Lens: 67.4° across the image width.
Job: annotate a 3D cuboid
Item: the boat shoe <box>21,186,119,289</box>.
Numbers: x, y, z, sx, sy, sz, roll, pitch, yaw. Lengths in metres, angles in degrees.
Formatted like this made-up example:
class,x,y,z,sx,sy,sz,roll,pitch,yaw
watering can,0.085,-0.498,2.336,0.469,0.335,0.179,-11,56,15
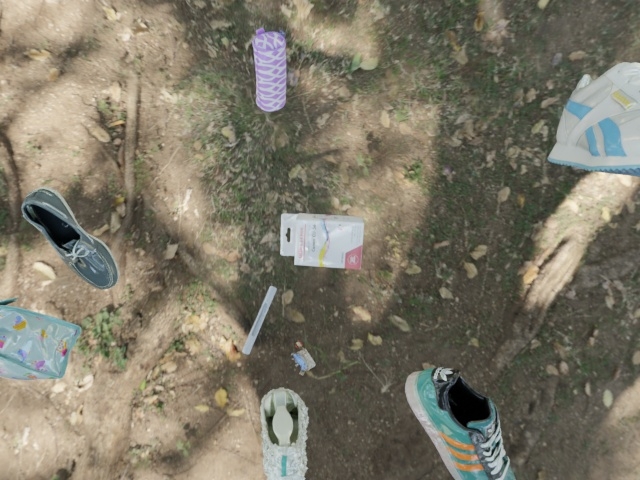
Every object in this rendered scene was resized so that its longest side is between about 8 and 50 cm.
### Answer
class,x,y,z,sx,sy,sz,roll,pitch,yaw
boat shoe,-0.650,0.012,1.246,0.116,0.099,0.319,-28,112,2

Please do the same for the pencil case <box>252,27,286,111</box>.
class,x,y,z,sx,sy,sz,roll,pitch,yaw
pencil case,-0.132,-0.430,1.228,0.086,0.206,0.088,-34,64,-25

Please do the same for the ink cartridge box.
class,x,y,z,sx,sy,sz,roll,pitch,yaw
ink cartridge box,0.000,0.000,1.139,0.198,0.067,0.115,3,107,2

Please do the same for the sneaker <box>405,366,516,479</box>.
class,x,y,z,sx,sy,sz,roll,pitch,yaw
sneaker,0.286,0.364,0.888,0.302,0.121,0.108,53,50,-4

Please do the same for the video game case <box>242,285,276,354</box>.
class,x,y,z,sx,sy,sz,roll,pitch,yaw
video game case,-0.176,0.229,1.395,0.023,0.212,0.193,24,80,-4

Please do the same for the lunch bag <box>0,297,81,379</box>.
class,x,y,z,sx,sy,sz,roll,pitch,yaw
lunch bag,-0.747,0.229,1.123,0.223,0.160,0.262,-16,143,38

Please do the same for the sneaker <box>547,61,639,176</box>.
class,x,y,z,sx,sy,sz,roll,pitch,yaw
sneaker,0.263,-0.097,0.389,0.087,0.229,0.092,8,104,-5

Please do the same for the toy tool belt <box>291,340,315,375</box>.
class,x,y,z,sx,sy,sz,roll,pitch,yaw
toy tool belt,-0.055,0.323,1.319,0.051,0.052,0.083,-32,79,-18

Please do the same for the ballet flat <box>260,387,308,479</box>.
class,x,y,z,sx,sy,sz,roll,pitch,yaw
ballet flat,-0.100,0.504,1.350,0.147,0.409,0.147,-2,105,-9
